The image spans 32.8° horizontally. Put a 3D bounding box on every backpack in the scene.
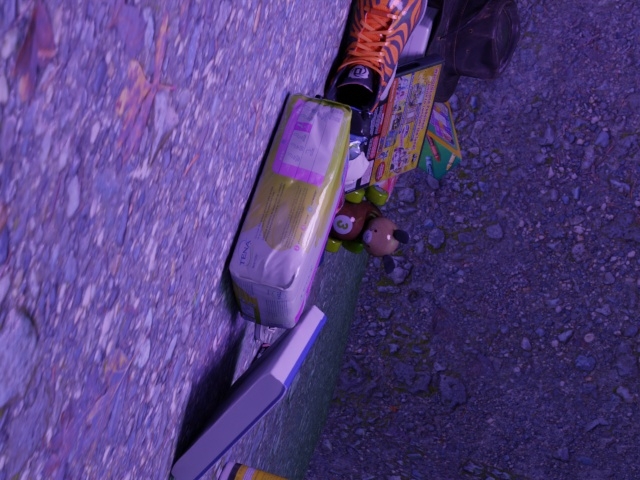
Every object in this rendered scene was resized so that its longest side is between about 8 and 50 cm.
[{"bbox_3d":[0.024,-0.174,1.738,0.114,0.105,0.084,149,-46,-83],"label":"backpack"}]

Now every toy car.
[{"bbox_3d":[0.112,-0.013,2.349,0.149,0.188,0.155,3,120,-44],"label":"toy car"}]

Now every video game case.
[{"bbox_3d":[0.127,-0.229,2.204,0.248,0.035,0.275,-22,140,-33],"label":"video game case"}]

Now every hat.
[{"bbox_3d":[0.348,-0.435,2.327,0.331,0.134,0.331,-50,153,-36],"label":"hat"}]

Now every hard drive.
[{"bbox_3d":[-0.096,0.220,1.602,0.210,0.040,0.318,-46,-178,16],"label":"hard drive"}]

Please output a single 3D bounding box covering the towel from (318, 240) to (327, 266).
[{"bbox_3d":[0.000,0.000,2.316,0.067,0.029,0.119,-51,157,-72],"label":"towel"}]

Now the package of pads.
[{"bbox_3d":[-0.037,-0.039,1.563,0.229,0.101,0.296,89,18,-71],"label":"package of pads"}]

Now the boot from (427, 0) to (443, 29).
[{"bbox_3d":[0.263,-0.571,2.409,0.207,0.090,0.248,34,-73,51],"label":"boot"}]

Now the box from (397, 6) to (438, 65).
[{"bbox_3d":[0.162,-0.400,2.296,0.181,0.119,0.182,-62,167,-63],"label":"box"}]

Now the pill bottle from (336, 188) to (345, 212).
[{"bbox_3d":[-0.002,-0.084,1.826,0.152,0.086,0.086,66,41,-80],"label":"pill bottle"}]

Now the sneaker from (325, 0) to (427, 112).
[{"bbox_3d":[0.096,-0.334,1.864,0.180,0.125,0.321,-67,171,-53],"label":"sneaker"}]

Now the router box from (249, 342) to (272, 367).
[{"bbox_3d":[-0.110,0.254,1.966,0.122,0.038,0.092,-60,165,-63],"label":"router box"}]

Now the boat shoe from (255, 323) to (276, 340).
[{"bbox_3d":[-0.091,0.146,1.870,0.100,0.035,0.035,97,11,-55],"label":"boat shoe"}]

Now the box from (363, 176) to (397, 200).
[{"bbox_3d":[0.134,-0.207,2.517,0.257,0.123,0.128,-62,165,-60],"label":"box"}]

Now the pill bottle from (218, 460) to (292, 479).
[{"bbox_3d":[-0.088,0.487,1.980,0.119,0.208,0.119,16,90,-84],"label":"pill bottle"}]

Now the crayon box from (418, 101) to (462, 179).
[{"bbox_3d":[0.219,-0.286,2.463,0.081,0.165,0.278,-40,-146,30],"label":"crayon box"}]

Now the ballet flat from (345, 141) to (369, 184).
[{"bbox_3d":[0.046,-0.151,1.953,0.280,0.095,0.096,10,66,-83],"label":"ballet flat"}]
